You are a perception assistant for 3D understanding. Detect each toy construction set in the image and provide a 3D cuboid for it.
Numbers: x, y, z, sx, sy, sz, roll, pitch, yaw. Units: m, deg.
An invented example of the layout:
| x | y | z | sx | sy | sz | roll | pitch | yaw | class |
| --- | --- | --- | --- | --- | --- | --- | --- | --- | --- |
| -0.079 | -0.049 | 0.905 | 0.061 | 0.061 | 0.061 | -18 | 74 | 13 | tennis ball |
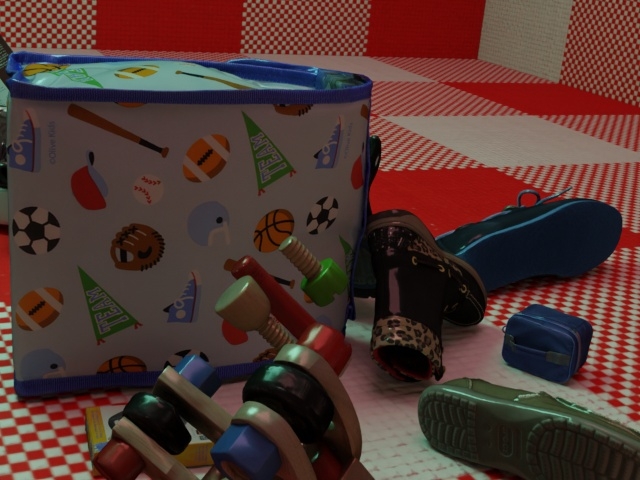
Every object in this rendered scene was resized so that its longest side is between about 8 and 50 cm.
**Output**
| x | y | z | sx | sy | sz | roll | pitch | yaw | class |
| --- | --- | --- | --- | --- | --- | --- | --- | --- | --- |
| -0.010 | 0.168 | 0.722 | 0.237 | 0.257 | 0.309 | 46 | 32 | -16 | toy construction set |

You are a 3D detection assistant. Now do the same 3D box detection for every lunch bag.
| x | y | z | sx | sy | sz | roll | pitch | yaw | class |
| --- | --- | --- | --- | --- | --- | --- | --- | --- | --- |
| 0.258 | 0.118 | 1.104 | 0.098 | 0.067 | 0.065 | 17 | 21 | 32 | lunch bag |
| -0.138 | -0.029 | 1.032 | 0.385 | 0.328 | 0.239 | -2 | 21 | -17 | lunch bag |

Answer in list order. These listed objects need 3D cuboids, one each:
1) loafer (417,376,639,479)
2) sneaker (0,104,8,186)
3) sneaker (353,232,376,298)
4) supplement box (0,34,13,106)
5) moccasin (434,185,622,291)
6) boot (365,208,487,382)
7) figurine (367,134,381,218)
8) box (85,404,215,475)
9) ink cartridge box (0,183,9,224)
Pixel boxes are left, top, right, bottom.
| x | y | z | sx | sy | sz | roll | pitch | yaw | class |
| --- | --- | --- | --- | --- | --- | --- | --- | --- | --- |
| 0.214 | 0.176 | 0.879 | 0.251 | 0.094 | 0.087 | 18 | 27 | 33 | loafer |
| -0.445 | -0.121 | 1.331 | 0.281 | 0.106 | 0.162 | 4 | 21 | 11 | sneaker |
| 0.000 | 0.000 | 1.230 | 0.297 | 0.111 | 0.129 | 1 | 33 | 7 | sneaker |
| -0.554 | -0.230 | 1.540 | 0.129 | 0.194 | 0.191 | -40 | 14 | -27 | supplement box |
| 0.298 | -0.013 | 1.397 | 0.342 | 0.138 | 0.117 | -6 | 17 | -32 | moccasin |
| 0.124 | 0.092 | 1.104 | 0.085 | 0.236 | 0.178 | -19 | 49 | 28 | boot |
| 0.004 | -0.069 | 1.358 | 0.092 | 0.209 | 0.215 | -10 | 24 | -39 | figurine |
| -0.144 | 0.179 | 0.876 | 0.136 | 0.028 | 0.081 | -3 | 20 | -19 | box |
| -0.430 | -0.081 | 1.468 | 0.275 | 0.060 | 0.239 | 5 | 19 | 16 | ink cartridge box |
